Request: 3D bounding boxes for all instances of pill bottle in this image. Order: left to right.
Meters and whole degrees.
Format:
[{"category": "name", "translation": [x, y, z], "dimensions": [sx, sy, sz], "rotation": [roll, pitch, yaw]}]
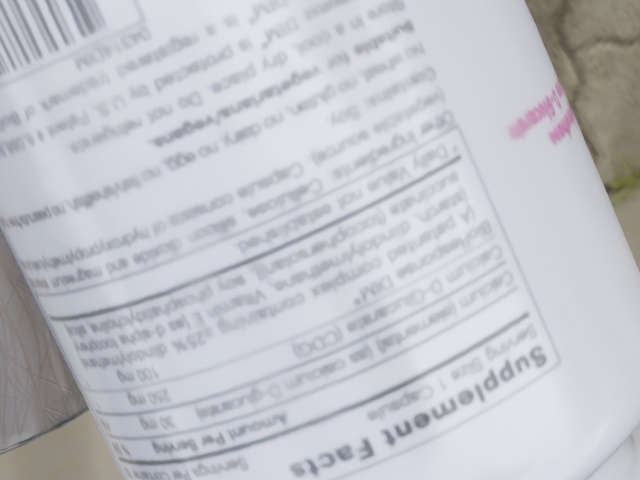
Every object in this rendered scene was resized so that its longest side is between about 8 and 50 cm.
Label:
[{"category": "pill bottle", "translation": [0.000, 0.000, 0.477], "dimensions": [0.160, 0.160, 0.283], "rotation": [-23, 101, 4]}]

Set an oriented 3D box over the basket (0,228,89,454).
[{"category": "basket", "translation": [-0.210, -0.017, 0.869], "dimensions": [0.204, 0.154, 0.227], "rotation": [-23, 116, -36]}]
